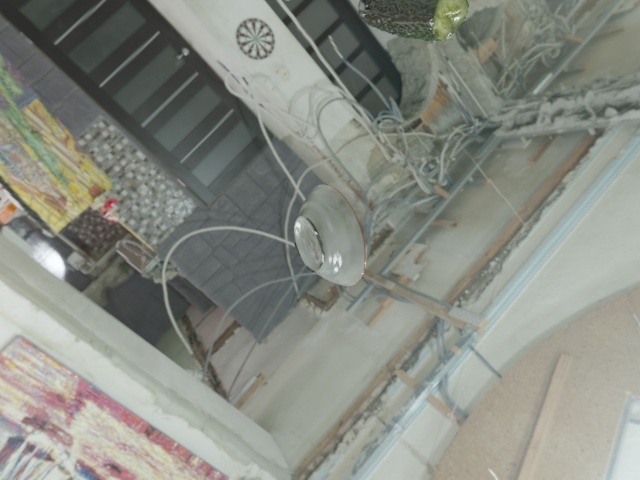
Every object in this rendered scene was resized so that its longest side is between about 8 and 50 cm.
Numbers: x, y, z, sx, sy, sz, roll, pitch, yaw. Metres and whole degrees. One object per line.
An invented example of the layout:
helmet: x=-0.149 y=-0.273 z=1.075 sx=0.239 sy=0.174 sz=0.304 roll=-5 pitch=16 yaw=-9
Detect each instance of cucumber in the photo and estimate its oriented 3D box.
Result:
cucumber: x=0.110 y=-0.291 z=0.586 sx=0.058 sy=0.058 sz=0.187 roll=-43 pitch=-144 yaw=2

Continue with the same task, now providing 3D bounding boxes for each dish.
dish: x=0.000 y=0.000 z=1.113 sx=0.085 sy=0.260 sz=0.260 roll=-18 pitch=-172 yaw=-28
